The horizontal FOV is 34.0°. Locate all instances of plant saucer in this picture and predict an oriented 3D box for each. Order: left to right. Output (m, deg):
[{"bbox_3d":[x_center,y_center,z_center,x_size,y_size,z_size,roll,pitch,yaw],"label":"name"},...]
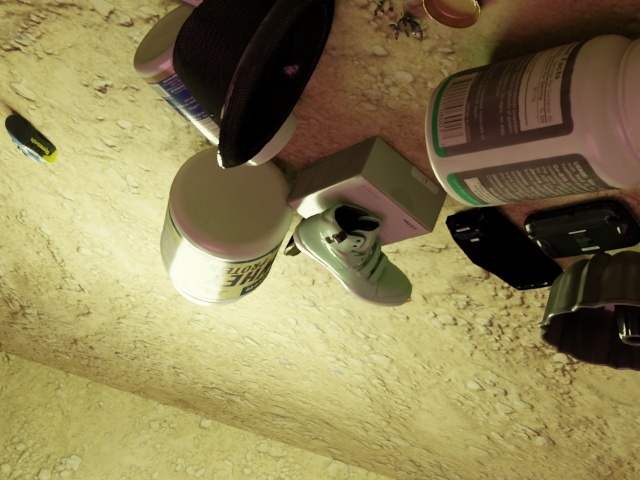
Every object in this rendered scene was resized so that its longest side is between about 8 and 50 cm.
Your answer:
[{"bbox_3d":[0.184,-0.328,1.451,0.083,0.015,0.083,20,152,11],"label":"plant saucer"}]

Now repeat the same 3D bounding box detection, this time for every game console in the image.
[{"bbox_3d":[0.400,0.003,1.834,0.213,0.044,0.361,38,150,-28],"label":"game console"}]

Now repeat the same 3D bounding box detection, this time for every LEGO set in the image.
[{"bbox_3d":[0.118,-0.319,1.520,0.083,0.023,0.054,47,145,-13],"label":"LEGO set"}]

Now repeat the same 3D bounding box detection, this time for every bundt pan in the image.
[{"bbox_3d":[0.541,0.115,1.782,0.331,0.124,0.331,8,156,4],"label":"bundt pan"}]

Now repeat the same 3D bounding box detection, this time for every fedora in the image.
[{"bbox_3d":[-0.111,-0.268,1.510,0.152,0.334,0.334,32,154,7],"label":"fedora"}]

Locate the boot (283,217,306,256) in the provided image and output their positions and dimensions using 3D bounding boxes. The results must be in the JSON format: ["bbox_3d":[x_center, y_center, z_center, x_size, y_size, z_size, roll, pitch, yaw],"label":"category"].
[{"bbox_3d":[0.000,0.000,2.110,0.106,0.082,0.219,31,150,-6],"label":"boot"}]

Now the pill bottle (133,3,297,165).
[{"bbox_3d":[-0.166,-0.250,1.725,0.153,0.153,0.265,-6,140,45],"label":"pill bottle"}]

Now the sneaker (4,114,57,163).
[{"bbox_3d":[-0.640,-0.216,2.280,0.059,0.053,0.144,3,145,40],"label":"sneaker"}]

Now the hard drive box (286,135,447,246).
[{"bbox_3d":[0.081,-0.075,1.901,0.181,0.089,0.232,38,151,-24],"label":"hard drive box"}]

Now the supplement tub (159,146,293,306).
[{"bbox_3d":[-0.193,-0.017,2.069,0.235,0.235,0.325,25,153,-1],"label":"supplement tub"}]

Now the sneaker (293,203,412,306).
[{"bbox_3d":[0.088,0.030,1.882,0.256,0.094,0.151,33,149,-18],"label":"sneaker"}]

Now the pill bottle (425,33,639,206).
[{"bbox_3d":[0.337,-0.162,1.414,0.361,0.204,0.204,-6,140,45],"label":"pill bottle"}]

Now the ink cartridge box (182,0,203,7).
[{"bbox_3d":[-0.173,-0.421,1.542,0.206,0.045,0.208,24,152,0],"label":"ink cartridge box"}]
